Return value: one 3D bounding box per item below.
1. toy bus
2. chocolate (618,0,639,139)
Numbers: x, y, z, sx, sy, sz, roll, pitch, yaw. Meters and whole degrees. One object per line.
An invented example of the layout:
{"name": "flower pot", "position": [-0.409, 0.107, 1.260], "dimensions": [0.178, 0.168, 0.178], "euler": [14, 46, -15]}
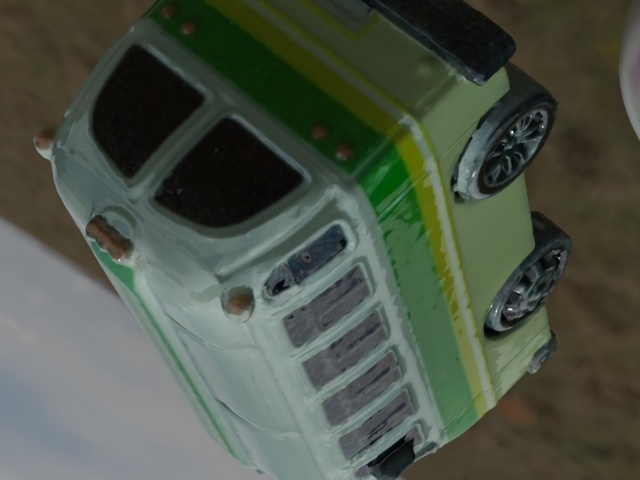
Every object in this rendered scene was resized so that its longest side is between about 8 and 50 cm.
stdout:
{"name": "toy bus", "position": [0.000, 0.000, 0.806], "dimensions": [0.133, 0.165, 0.276], "euler": [40, 166, 26]}
{"name": "chocolate", "position": [0.189, -0.065, 0.738], "dimensions": [0.147, 0.221, 0.221], "euler": [55, 180, 11]}
